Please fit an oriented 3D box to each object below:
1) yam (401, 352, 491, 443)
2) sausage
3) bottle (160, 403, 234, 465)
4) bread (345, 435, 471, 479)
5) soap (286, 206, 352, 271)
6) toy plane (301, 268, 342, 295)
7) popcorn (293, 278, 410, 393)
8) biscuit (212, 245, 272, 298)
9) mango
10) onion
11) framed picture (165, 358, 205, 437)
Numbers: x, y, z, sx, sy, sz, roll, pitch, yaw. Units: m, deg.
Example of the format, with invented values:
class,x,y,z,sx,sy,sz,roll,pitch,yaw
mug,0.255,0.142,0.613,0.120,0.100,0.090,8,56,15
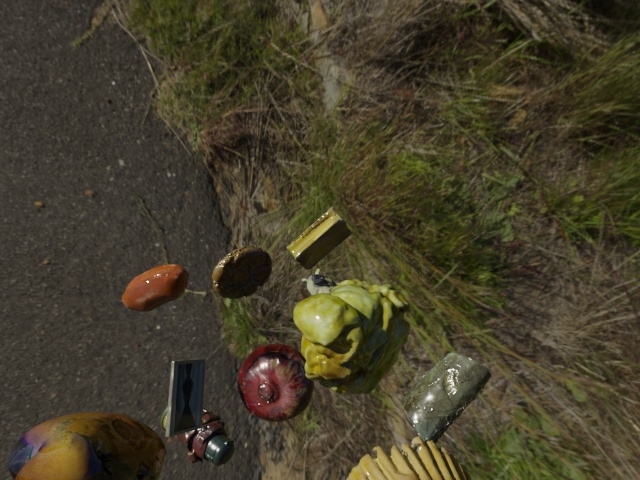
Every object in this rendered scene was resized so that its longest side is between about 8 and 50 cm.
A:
class,x,y,z,sx,sy,sz,roll,pitch,yaw
yam,0.236,0.297,0.977,0.183,0.107,0.107,-44,87,-6
sausage,-0.580,0.163,1.780,0.258,0.133,0.133,-25,83,15
bottle,-0.399,0.632,1.657,0.271,0.143,0.156,25,88,32
bread,0.148,0.481,0.860,0.274,0.149,0.274,-1,98,-8
soap,-0.001,-0.001,1.877,0.233,0.135,0.076,-42,58,-2
toy plane,0.029,0.148,1.349,0.108,0.286,0.092,5,103,-17
popcorn,0.062,0.203,1.032,0.173,0.286,0.225,12,103,36
biscuit,-0.257,0.112,1.698,0.226,0.226,0.042,-36,50,-11
mango,-0.394,0.386,0.898,0.152,0.287,0.201,-47,53,-4
onion,-0.141,0.445,1.585,0.246,0.190,0.246,-1,85,14
framed picture,-0.381,0.443,1.450,0.015,0.150,0.203,-2,79,22
